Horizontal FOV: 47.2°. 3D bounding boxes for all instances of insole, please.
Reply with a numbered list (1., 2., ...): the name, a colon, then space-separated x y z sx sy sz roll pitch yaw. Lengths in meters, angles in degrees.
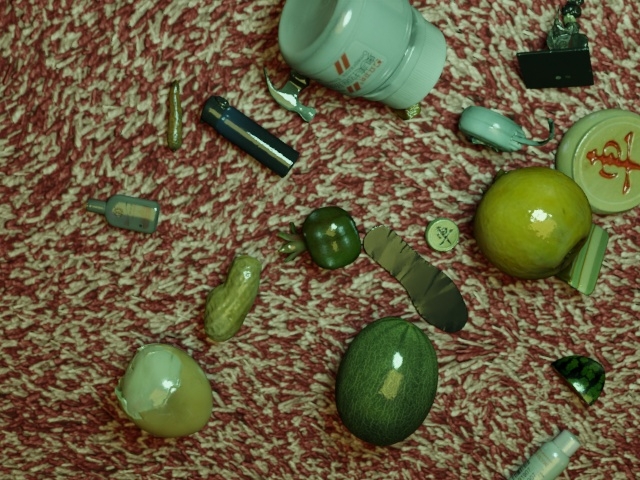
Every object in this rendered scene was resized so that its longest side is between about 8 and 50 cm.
1. insole: 0.240 0.097 1.814 0.348 0.009 0.119 44 95 -10

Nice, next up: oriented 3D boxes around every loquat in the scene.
1. loquat: 0.477 -0.050 1.673 0.274 0.275 0.275 -1 101 -3

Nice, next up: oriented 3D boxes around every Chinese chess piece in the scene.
1. Chinese chess piece: 0.684 -0.185 1.735 0.250 0.097 0.251 -1 102 -3
2. Chinese chess piece: 0.296 -0.014 1.781 0.084 0.034 0.084 0 100 -3

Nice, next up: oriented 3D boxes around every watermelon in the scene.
1. watermelon: 0.653 0.363 1.852 0.125 0.135 0.094 3 138 -7

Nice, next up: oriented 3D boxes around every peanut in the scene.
1. peanut: -0.212 0.138 1.753 0.108 0.095 0.226 29 98 -5

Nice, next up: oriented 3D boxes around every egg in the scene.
1. egg: -0.362 0.363 1.741 0.201 0.201 0.244 -42 114 5

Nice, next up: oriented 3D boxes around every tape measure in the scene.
1. tape measure: 0.396 -0.236 1.591 0.163 0.330 0.084 19 97 -5

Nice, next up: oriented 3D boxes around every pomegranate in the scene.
1. pomegranate: 0.000 0.000 1.730 0.191 0.131 0.152 -15 109 23

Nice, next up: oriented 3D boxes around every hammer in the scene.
1. hammer: -0.026 -0.403 1.682 0.158 0.041 0.226 36 98 -11

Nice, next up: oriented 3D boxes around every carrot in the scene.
1. carrot: -0.335 -0.289 1.693 0.035 0.036 0.165 3 99 -4

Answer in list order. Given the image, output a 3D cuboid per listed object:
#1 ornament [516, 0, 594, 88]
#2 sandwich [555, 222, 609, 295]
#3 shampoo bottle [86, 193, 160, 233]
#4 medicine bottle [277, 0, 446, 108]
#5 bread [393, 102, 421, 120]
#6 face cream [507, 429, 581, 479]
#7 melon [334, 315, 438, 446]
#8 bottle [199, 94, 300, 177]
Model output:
1. ornament: 0.547 -0.466 1.674 0.153 0.166 0.196 3 71 25
2. sandwich: 0.649 0.043 1.771 0.079 0.113 0.163 31 98 -8
3. shampoo bottle: -0.465 -0.068 1.726 0.165 0.040 0.080 12 102 -6
4. medicine bottle: 0.092 -0.422 1.541 0.306 0.245 0.245 17 102 -37
5. bread: 0.191 -0.317 1.690 0.053 0.085 0.085 -26 102 -3
6. face cream: 0.562 0.600 1.896 0.082 0.082 0.269 40 96 -10
7. melon: 0.159 0.331 1.739 0.237 0.237 0.302 16 100 -6
8. bottle: -0.164 -0.242 1.689 0.244 0.072 0.082 33 127 -8
